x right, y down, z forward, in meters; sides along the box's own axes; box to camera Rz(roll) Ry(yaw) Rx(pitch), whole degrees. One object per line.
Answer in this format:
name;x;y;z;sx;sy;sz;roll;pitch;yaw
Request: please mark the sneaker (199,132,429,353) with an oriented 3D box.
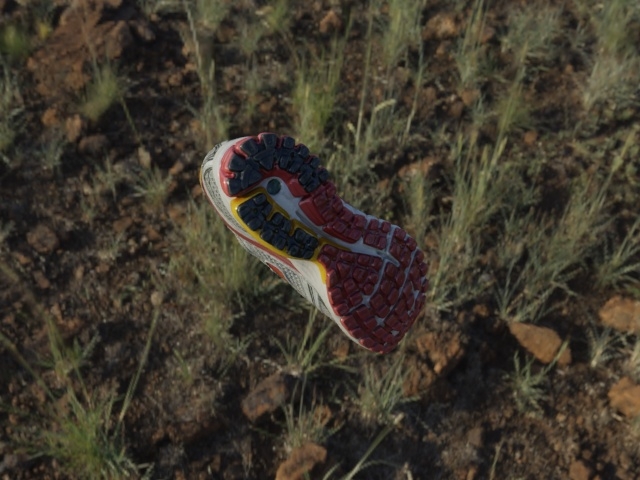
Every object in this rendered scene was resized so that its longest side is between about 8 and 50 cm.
sneaker;0.000;0.000;0.596;0.088;0.225;0.092;-50;30;-14
